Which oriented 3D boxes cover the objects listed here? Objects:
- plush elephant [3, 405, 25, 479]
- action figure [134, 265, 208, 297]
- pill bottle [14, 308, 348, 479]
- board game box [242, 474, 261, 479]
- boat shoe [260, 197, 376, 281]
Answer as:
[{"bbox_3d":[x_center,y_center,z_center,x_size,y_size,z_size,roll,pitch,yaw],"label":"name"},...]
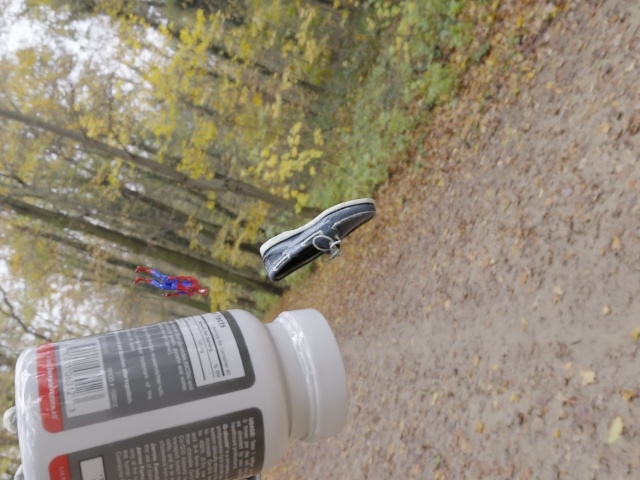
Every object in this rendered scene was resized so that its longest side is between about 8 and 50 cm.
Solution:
[{"bbox_3d":[-0.482,0.371,1.187,0.330,0.272,0.255,-45,1,8],"label":"plush elephant"},{"bbox_3d":[-0.235,0.069,0.962,0.030,0.115,0.038,-92,16,-65],"label":"action figure"},{"bbox_3d":[-0.162,0.200,0.749,0.210,0.362,0.210,172,90,-68],"label":"pill bottle"},{"bbox_3d":[-0.250,0.349,0.983,0.086,0.308,0.302,-10,80,57],"label":"board game box"},{"bbox_3d":[0.000,0.000,1.183,0.095,0.254,0.079,46,-158,-62],"label":"boat shoe"}]
